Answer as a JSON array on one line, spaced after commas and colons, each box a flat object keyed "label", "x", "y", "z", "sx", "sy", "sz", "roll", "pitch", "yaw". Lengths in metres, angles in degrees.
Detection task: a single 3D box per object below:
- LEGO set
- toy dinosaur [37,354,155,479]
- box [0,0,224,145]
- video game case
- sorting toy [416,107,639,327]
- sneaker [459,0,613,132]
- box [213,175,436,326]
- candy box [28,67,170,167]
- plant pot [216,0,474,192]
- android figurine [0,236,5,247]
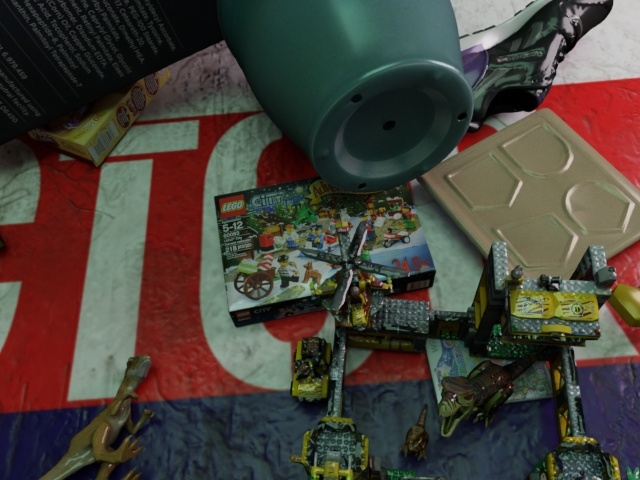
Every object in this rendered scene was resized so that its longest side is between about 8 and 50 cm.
[{"label": "LEGO set", "x": 0.123, "y": 0.116, "z": 0.557, "sx": 0.331, "sy": 0.192, "sz": 0.255, "roll": 10, "pitch": 60, "yaw": 10}, {"label": "toy dinosaur", "x": -0.233, "y": 0.211, "z": 0.625, "sx": 0.112, "sy": 0.064, "sz": 0.211, "roll": 20, "pitch": 51, "yaw": 35}, {"label": "box", "x": -0.347, "y": -0.445, "z": 0.821, "sx": 0.471, "sy": 0.297, "sz": 0.480, "roll": -26, "pitch": 54, "yaw": 0}, {"label": "video game case", "x": 0.177, "y": 0.132, "z": 0.663, "sx": 0.122, "sy": 0.011, "sz": 0.087, "roll": -8, "pitch": 59, "yaw": 0}, {"label": "sorting toy", "x": 0.286, "y": -0.013, "z": 0.731, "sx": 0.229, "sy": 0.041, "sz": 0.307, "roll": -26, "pitch": 61, "yaw": -17}, {"label": "sneaker", "x": 0.280, "y": -0.232, "z": 0.831, "sx": 0.283, "sy": 0.107, "sz": 0.124, "roll": -28, "pitch": 66, "yaw": -2}, {"label": "box", "x": 0.000, "y": 0.000, "z": 0.734, "sx": 0.233, "sy": 0.044, "sz": 0.159, "roll": -12, "pitch": 59, "yaw": -3}, {"label": "candy box", "x": -0.307, "y": -0.199, "z": 0.869, "sx": 0.109, "sy": 0.053, "sz": 0.187, "roll": 21, "pitch": 64, "yaw": 16}, {"label": "plant pot", "x": 0.039, "y": -0.205, "z": 0.712, "sx": 0.271, "sy": 0.272, "sz": 0.255, "roll": -15, "pitch": 56, "yaw": -5}, {"label": "android figurine", "x": -0.529, "y": 0.038, "z": 0.743, "sx": 0.273, "sy": 0.056, "sz": 0.248, "roll": -35, "pitch": 63, "yaw": -18}]
